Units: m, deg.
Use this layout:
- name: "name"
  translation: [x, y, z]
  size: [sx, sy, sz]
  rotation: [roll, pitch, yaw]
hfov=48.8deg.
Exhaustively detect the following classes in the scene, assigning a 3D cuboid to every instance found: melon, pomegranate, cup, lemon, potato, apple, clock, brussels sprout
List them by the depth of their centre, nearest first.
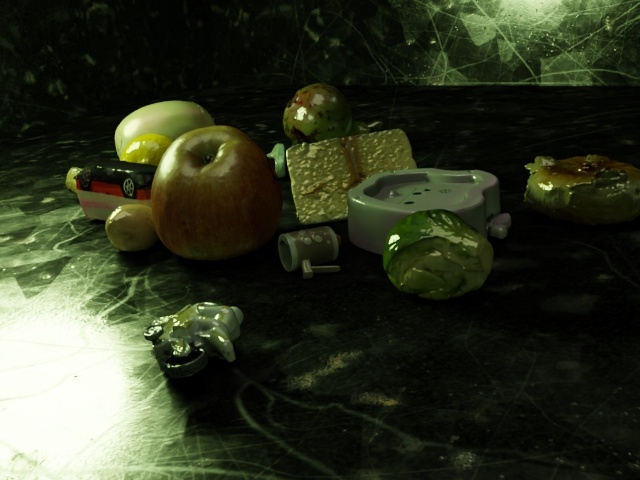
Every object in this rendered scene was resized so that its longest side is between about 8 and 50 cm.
- name: "brussels sprout"
  translation: [0.196, 0.018, 1.184]
  size: [0.183, 0.131, 0.145]
  rotation: [-5, 24, 16]
- name: "cup"
  translation: [-0.015, 0.018, 1.326]
  size: [0.099, 0.074, 0.102]
  rotation: [-13, 21, -22]
- name: "clock"
  translation: [0.223, -0.063, 1.452]
  size: [0.339, 0.102, 0.338]
  rotation: [-4, 20, 2]
- name: "apple"
  translation: [-0.219, -0.105, 1.468]
  size: [0.278, 0.249, 0.309]
  rotation: [-14, 24, -23]
- name: "potato"
  translation: [-0.400, -0.029, 1.524]
  size: [0.112, 0.112, 0.147]
  rotation: [0, 13, 15]
- name: "lemon"
  translation: [-0.442, -0.195, 1.880]
  size: [0.179, 0.178, 0.203]
  rotation: [-7, 0, -4]
- name: "melon"
  translation: [-0.464, -0.311, 2.153]
  size: [0.317, 0.222, 0.223]
  rotation: [-16, 22, -24]
- name: "pomegranate"
  translation: [0.033, -0.371, 2.228]
  size: [0.306, 0.242, 0.242]
  rotation: [7, 12, -29]

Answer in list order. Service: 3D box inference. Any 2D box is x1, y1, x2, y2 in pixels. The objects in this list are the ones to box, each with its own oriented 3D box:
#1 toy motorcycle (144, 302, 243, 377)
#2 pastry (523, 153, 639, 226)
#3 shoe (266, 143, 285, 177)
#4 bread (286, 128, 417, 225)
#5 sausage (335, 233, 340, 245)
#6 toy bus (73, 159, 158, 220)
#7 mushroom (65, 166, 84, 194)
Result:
- name: "toy motorcycle"
  translation: [-0.178, 0.139, 1.034]
  size: [0.151, 0.074, 0.229]
  rotation: [-18, 13, -19]
- name: "pastry"
  translation: [0.560, -0.115, 1.481]
  size: [0.257, 0.120, 0.236]
  rotation: [1, 20, 14]
- name: "shoe"
  translation: [-0.141, -0.233, 2.058]
  size: [0.078, 0.079, 0.195]
  rotation: [-1, 23, -9]
- name: "bread"
  translation: [0.078, -0.130, 1.798]
  size: [0.346, 0.242, 0.405]
  rotation: [-12, -13, -8]
- name: "sausage"
  translation: [0.000, 0.000, 1.433]
  size: [0.083, 0.034, 0.034]
  rotation: [3, 21, 26]
- name: "toy bus"
  translation: [-0.460, -0.115, 1.707]
  size: [0.303, 0.147, 0.128]
  rotation: [12, 24, 37]
- name: "mushroom"
  translation: [-0.554, -0.184, 2.021]
  size: [0.333, 0.087, 0.107]
  rotation: [-13, 40, -25]
